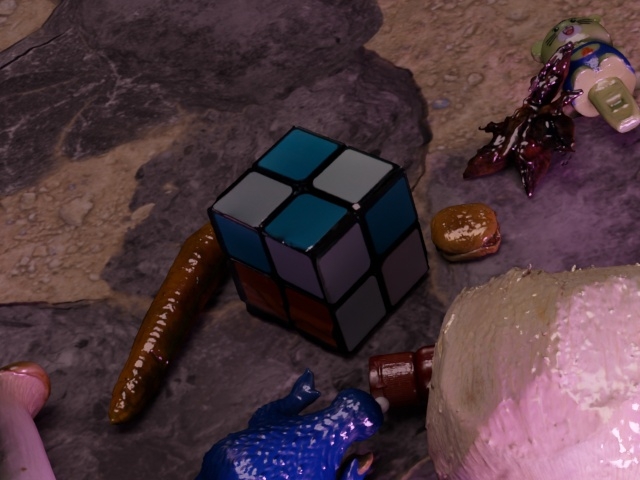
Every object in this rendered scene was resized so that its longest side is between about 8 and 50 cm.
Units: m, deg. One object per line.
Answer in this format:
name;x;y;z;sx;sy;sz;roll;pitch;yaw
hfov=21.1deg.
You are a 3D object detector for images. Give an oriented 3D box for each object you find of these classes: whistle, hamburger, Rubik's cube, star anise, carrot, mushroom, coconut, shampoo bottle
whistle;0.346;-0.213;2.185;0.105;0.085;0.227;-27;43;4
hamburger;0.175;-0.012;2.067;0.083;0.044;0.076;-15;42;8
Rubik's cube;0.000;-0.001;2.015;0.183;0.180;0.167;21;54;37
star anise;0.267;-0.131;2.124;0.212;0.053;0.157;-42;46;16
carrot;-0.183;0.099;2.067;0.066;0.066;0.314;8;51;26
mushroom;-0.363;0.268;1.906;0.159;0.122;0.328;-8;42;-2
coconut;0.253;0.179;1.664;0.297;0.297;0.254;0;55;20
shampoo bottle;0.184;0.137;1.868;0.260;0.102;0.064;-8;72;11

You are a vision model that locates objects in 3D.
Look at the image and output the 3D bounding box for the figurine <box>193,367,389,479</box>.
figurine;-0.041;0.238;1.813;0.164;0.120;0.262;34;73;31
